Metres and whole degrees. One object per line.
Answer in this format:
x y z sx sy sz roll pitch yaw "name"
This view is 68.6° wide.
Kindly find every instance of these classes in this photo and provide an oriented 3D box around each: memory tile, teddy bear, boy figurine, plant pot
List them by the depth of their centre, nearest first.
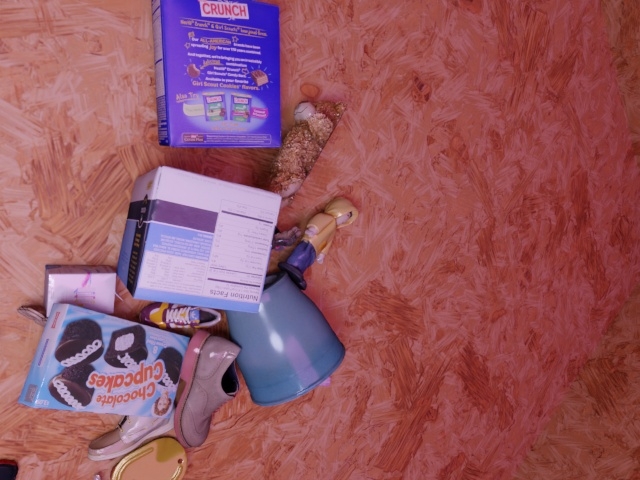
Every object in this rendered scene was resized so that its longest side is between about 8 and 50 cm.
-0.548 0.182 0.967 0.148 0.113 0.012 46 57 -30 "memory tile"
-0.057 -0.221 1.145 0.113 0.245 0.338 30 82 -6 "teddy bear"
-0.113 0.229 1.191 0.272 0.272 0.255 -32 101 -25 "plant pot"
0.000 0.000 1.289 0.285 0.092 0.177 -50 154 -24 "boy figurine"

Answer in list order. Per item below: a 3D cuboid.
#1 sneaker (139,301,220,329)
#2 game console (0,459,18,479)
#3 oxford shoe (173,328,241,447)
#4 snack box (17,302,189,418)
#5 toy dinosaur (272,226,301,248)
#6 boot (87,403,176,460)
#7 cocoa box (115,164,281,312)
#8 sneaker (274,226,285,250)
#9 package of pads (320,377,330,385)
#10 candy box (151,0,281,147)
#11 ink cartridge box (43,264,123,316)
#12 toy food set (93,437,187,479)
-0.330 0.177 1.118 0.185 0.084 0.069 6 73 -39 "sneaker"
-0.826 0.620 0.906 0.342 0.060 0.386 16 91 -35 "game console"
-0.268 0.383 1.136 0.130 0.123 0.348 15 118 6 "oxford shoe"
-0.425 0.261 0.977 0.322 0.060 0.187 36 58 -53 "snack box"
-0.184 -0.012 1.169 0.268 0.064 0.118 -17 98 -4 "toy dinosaur"
-0.446 0.400 1.101 0.213 0.077 0.165 -16 110 -37 "boot"
-0.263 -0.002 0.949 0.231 0.347 0.228 12 87 -28 "cocoa box"
-0.136 -0.024 1.247 0.119 0.047 0.057 42 47 -27 "sneaker"
-0.015 0.414 1.409 0.083 0.050 0.032 13 92 -36 "package of pads"
-0.229 -0.371 1.057 0.268 0.122 0.317 -6 104 -32 "candy box"
-0.500 0.103 0.994 0.143 0.092 0.090 2 99 -35 "ink cartridge box"
-0.441 0.573 1.154 0.218 0.071 0.128 -20 87 -29 "toy food set"
